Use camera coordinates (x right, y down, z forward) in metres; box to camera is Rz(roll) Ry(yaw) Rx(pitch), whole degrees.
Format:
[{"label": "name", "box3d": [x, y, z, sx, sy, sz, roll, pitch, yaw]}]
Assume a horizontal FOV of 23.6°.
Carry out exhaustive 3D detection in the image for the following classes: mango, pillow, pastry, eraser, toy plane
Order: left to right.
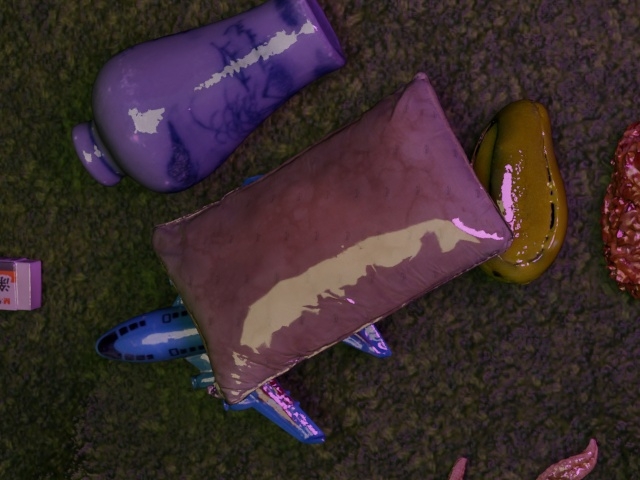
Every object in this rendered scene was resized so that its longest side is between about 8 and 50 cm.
[{"label": "eraser", "box3d": [-0.344, 0.042, 1.565, 0.122, 0.029, 0.052, 3, 100, 19]}, {"label": "toy plane", "box3d": [-0.077, 0.073, 1.436, 0.271, 0.105, 0.254, -11, 94, 14]}, {"label": "pillow", "box3d": [0.000, 0.000, 1.341, 0.302, 0.075, 0.185, -30, 70, 9]}, {"label": "mango", "box3d": [0.174, -0.043, 1.355, 0.091, 0.074, 0.165, 9, 80, -18]}, {"label": "pastry", "box3d": [0.284, -0.023, 1.324, 0.087, 0.063, 0.169, 3, 102, 20]}]

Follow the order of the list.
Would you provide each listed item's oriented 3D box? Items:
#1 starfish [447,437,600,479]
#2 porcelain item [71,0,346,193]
[{"label": "starfish", "box3d": [0.194, 0.309, 1.419, 0.235, 0.062, 0.277, 38, 104, 4]}, {"label": "porcelain item", "box3d": [-0.107, -0.138, 1.408, 0.259, 0.141, 0.141, -30, 88, 13]}]
